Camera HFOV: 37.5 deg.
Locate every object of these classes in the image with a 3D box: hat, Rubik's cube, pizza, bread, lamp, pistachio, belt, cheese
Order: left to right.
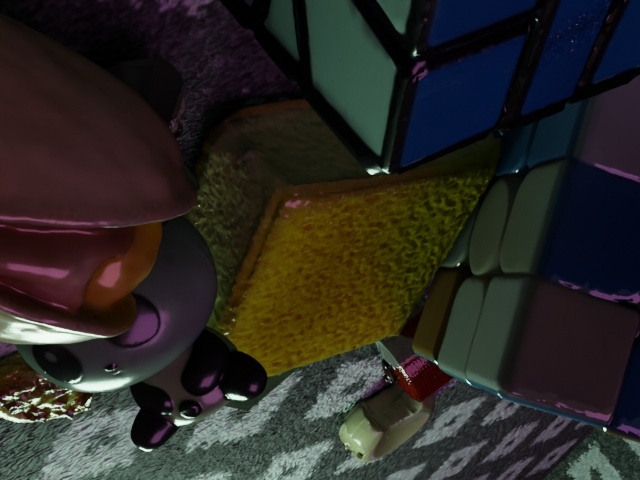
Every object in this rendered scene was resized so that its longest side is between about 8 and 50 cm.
[{"bbox_3d":[-0.245,-0.043,0.614,0.309,0.230,0.230,24,121,-19],"label":"pistachio"},{"bbox_3d":[-0.301,0.156,1.035,0.134,0.046,0.175,-47,150,18],"label":"pizza"},{"bbox_3d":[-0.173,0.072,0.873,0.198,0.198,0.244,-37,114,-1],"label":"lamp"},{"bbox_3d":[-0.138,-0.087,0.765,0.081,0.166,0.122,-17,125,-15],"label":"hat"},{"bbox_3d":[0.000,0.000,1.043,0.324,0.143,0.333,-12,143,-36],"label":"bread"},{"bbox_3d":[0.167,0.301,1.740,0.286,0.082,0.163,-31,152,-16],"label":"cheese"},{"bbox_3d":[0.148,0.177,1.482,0.124,0.128,0.201,-35,153,-6],"label":"belt"},{"bbox_3d":[0.092,-0.259,0.617,0.283,0.293,0.288,-22,150,-22],"label":"Rubik's cube"},{"bbox_3d":[0.338,0.029,1.026,0.344,0.346,0.347,170,-64,-82],"label":"Rubik's cube"}]

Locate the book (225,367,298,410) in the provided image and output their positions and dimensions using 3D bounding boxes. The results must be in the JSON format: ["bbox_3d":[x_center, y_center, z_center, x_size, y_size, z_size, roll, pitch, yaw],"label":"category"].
[{"bbox_3d":[-0.107,0.170,1.296,0.160,0.024,0.228,-42,151,10],"label":"book"}]
